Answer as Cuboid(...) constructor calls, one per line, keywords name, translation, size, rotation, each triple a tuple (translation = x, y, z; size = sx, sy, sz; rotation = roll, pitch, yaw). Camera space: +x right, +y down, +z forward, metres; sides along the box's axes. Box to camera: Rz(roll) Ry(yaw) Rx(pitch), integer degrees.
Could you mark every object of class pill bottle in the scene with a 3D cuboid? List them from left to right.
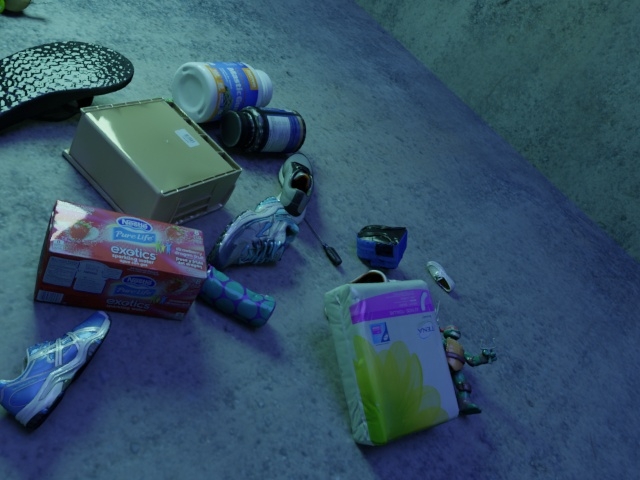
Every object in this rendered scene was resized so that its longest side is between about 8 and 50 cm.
Cuboid(name="pill bottle", translation=(-0.253, -0.404, 1.528), size=(0.152, 0.152, 0.272), rotation=(46, 35, 14))
Cuboid(name="pill bottle", translation=(-0.154, -0.295, 1.516), size=(0.219, 0.123, 0.123), rotation=(-8, 54, -44))

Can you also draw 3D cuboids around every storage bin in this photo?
Cuboid(name="storage bin", translation=(-0.347, -0.169, 1.212), size=(0.262, 0.123, 0.260), rotation=(44, 35, 12))

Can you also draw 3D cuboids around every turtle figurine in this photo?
Cuboid(name="turtle figurine", translation=(0.305, 0.262, 1.273), size=(0.175, 0.118, 0.234), rotation=(14, 55, -6))

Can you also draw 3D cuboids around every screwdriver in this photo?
Cuboid(name="screwdriver", translation=(0.000, 0.000, 1.406), size=(0.024, 0.025, 0.170), rotation=(-7, 45, -43))

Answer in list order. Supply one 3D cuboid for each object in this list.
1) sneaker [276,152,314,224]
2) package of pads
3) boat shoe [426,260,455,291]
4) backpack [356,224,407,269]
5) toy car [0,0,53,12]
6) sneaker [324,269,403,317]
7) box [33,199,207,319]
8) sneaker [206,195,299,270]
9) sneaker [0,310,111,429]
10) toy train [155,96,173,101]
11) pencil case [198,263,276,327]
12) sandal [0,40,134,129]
Cuboid(name="sneaker", translation=(-0.053, -0.151, 1.452), size=(0.100, 0.108, 0.272), rotation=(23, 36, -14))
Cuboid(name="package of pads", translation=(0.145, 0.229, 1.116), size=(0.229, 0.101, 0.297), rotation=(0, 73, -40))
Cuboid(name="boat shoe", translation=(0.325, 0.099, 1.546), size=(0.100, 0.035, 0.035), rotation=(51, 35, 9))
Cuboid(name="backpack", translation=(0.150, 0.017, 1.439), size=(0.120, 0.101, 0.098), rotation=(10, 25, 20))
Cuboid(name="toy car", translation=(-0.759, -0.624, 1.383), size=(0.155, 0.149, 0.188), rotation=(39, 23, 21))
Cuboid(name="sneaker", translation=(0.149, 0.125, 1.294), size=(0.290, 0.123, 0.106), rotation=(-8, 52, -46))
Cuboid(name="box", translation=(-0.339, 0.039, 0.975), size=(0.256, 0.128, 0.123), rotation=(13, 42, -29))
Cuboid(name="sneaker", translation=(-0.130, -0.003, 1.218), size=(0.122, 0.110, 0.283), rotation=(42, 36, 3))
Cuboid(name="sneaker", translation=(-0.383, 0.169, 0.831), size=(0.081, 0.080, 0.211), rotation=(35, 34, -7))
Cuboid(name="toy train", translation=(-0.395, -0.357, 1.476), size=(0.083, 0.017, 0.024), rotation=(0, 59, -40))
Cuboid(name="pencil case", translation=(-0.165, 0.109, 1.097), size=(0.151, 0.064, 0.070), rotation=(30, 52, -10))
Cuboid(name="sandal", translation=(-0.604, -0.313, 1.197), size=(0.167, 0.107, 0.445), rotation=(45, 49, 10))
